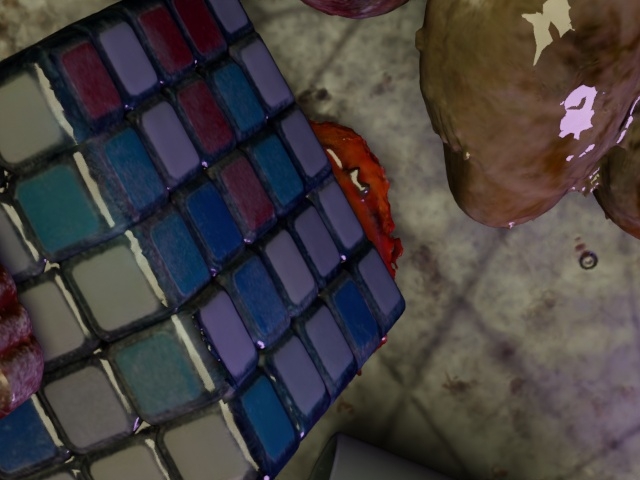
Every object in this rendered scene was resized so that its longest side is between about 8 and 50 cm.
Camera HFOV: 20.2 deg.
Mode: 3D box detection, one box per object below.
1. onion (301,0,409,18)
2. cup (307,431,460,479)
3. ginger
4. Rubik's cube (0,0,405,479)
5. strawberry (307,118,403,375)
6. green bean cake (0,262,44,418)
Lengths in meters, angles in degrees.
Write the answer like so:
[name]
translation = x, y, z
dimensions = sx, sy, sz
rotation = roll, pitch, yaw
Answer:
[onion]
translation = 0.004, -0.243, 1.232
dimensions = 0.195, 0.159, 0.159
rotation = 31, 101, 29
[cup]
translation = 0.113, 0.286, 1.278
dimensions = 0.312, 0.205, 0.205
rotation = 22, 99, -2
[ginger]
translation = 0.214, -0.107, 1.229
dimensions = 0.304, 0.155, 0.245
rotation = 12, 106, -22
[Rubik's cube]
translation = -0.160, 0.024, 1.167
dimensions = 0.293, 0.287, 0.292
rotation = -26, 97, 26
[strawberry]
translation = 0.000, 0.000, 1.305
dimensions = 0.121, 0.082, 0.188
rotation = -6, 110, 19
[green bean cake]
translation = -0.232, 0.045, 1.008
dimensions = 0.135, 0.056, 0.135
rotation = -18, 99, 25
